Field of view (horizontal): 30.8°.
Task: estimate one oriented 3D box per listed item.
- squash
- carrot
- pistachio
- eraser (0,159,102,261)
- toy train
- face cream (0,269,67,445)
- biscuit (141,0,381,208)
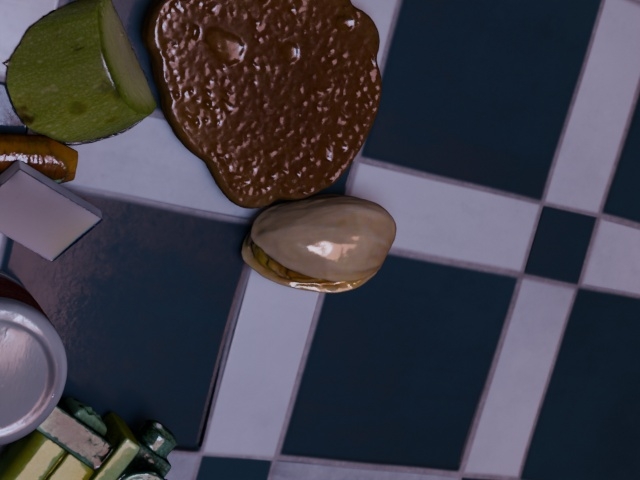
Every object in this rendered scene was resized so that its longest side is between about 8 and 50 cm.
[{"bbox_3d":[-0.316,-0.210,1.542,0.184,0.085,0.192,-30,114,-16],"label":"squash"},{"bbox_3d":[-0.450,-0.110,1.519,0.260,0.070,0.070,3,103,-24],"label":"carrot"},{"bbox_3d":[0.000,0.000,1.726,0.229,0.157,0.157,-4,106,-16],"label":"pistachio"},{"bbox_3d":[-0.382,-0.037,1.554,0.104,0.023,0.150,-38,135,17],"label":"eraser"},{"bbox_3d":[-0.387,0.391,1.645,0.253,0.160,0.397,41,85,-22],"label":"toy train"},{"bbox_3d":[-0.449,0.149,1.520,0.201,0.187,0.201,-7,108,-24],"label":"face cream"},{"bbox_3d":[-0.081,-0.237,1.657,0.381,0.074,0.359,32,88,-27],"label":"biscuit"}]
